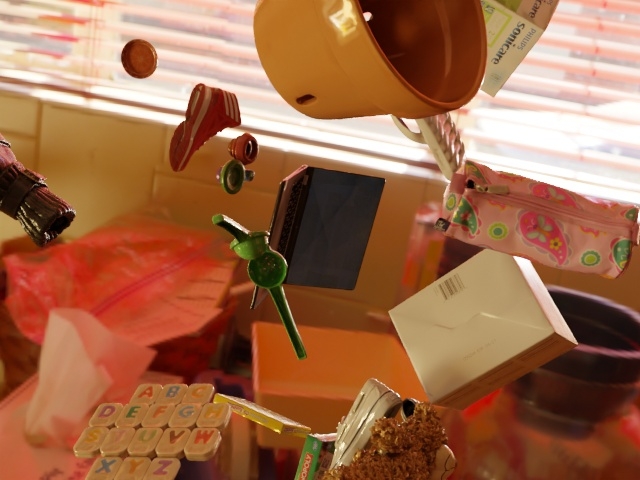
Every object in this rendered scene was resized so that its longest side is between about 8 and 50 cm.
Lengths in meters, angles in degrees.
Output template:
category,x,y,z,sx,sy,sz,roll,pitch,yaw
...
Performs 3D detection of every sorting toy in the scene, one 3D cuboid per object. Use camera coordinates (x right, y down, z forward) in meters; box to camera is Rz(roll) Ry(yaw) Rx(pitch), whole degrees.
category,x,y,z,sx,sy,sz,roll,pitch,yaw
sorting toy,-0.127,-0.111,1.194,0.042,0.061,0.102,11,59,30

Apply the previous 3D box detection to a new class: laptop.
category,x,y,z,sx,sy,sz,roll,pitch,yaw
laptop,0.000,0.000,2.370,0.236,0.382,0.408,17,18,8

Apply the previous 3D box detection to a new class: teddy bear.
category,x,y,z,sx,sy,sz,roll,pitch,yaw
teddy bear,0.119,0.390,1.302,0.113,0.245,0.338,-5,-6,37

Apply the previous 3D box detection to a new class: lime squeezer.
category,x,y,z,sx,sy,sz,roll,pitch,yaw
lime squeezer,-0.089,0.038,1.125,0.059,0.310,0.110,-7,47,17

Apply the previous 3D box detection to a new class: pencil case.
category,x,y,z,sx,sy,sz,roll,pitch,yaw
pencil case,0.317,-0.032,1.201,0.284,0.124,0.124,17,16,2

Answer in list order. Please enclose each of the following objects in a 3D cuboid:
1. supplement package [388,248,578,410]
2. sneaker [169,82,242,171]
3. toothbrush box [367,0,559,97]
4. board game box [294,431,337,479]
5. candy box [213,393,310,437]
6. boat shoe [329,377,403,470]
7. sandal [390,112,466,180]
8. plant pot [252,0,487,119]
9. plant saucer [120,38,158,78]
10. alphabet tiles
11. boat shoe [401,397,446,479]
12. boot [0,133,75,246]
category,x,y,z,sx,sy,sz,roll,pitch,yaw
supplement package,0.299,0.162,1.520,0.145,0.262,0.204,26,35,-53
sneaker,-0.244,-0.236,1.799,0.128,0.221,0.087,6,42,-33
toothbrush box,0.257,-0.423,1.480,0.283,0.122,0.206,30,-28,-2
board game box,0.046,0.536,1.832,0.046,0.213,0.317,17,0,34
candy box,-0.130,0.386,1.798,0.206,0.027,0.105,14,-6,38
boat shoe,0.068,0.345,1.468,0.076,0.226,0.083,43,22,31
sandal,0.187,-0.278,1.690,0.102,0.416,0.169,-17,32,26
plant pot,0.053,-0.278,1.053,0.203,0.291,0.291,-16,-5,42
plant saucer,-0.382,-0.384,1.726,0.083,0.083,0.013,13,18,11
alphabet tiles,-0.318,0.360,1.550,0.284,0.021,0.278,-3,28,15
boat shoe,0.186,0.391,1.546,0.075,0.065,0.206,-26,41,20
boot,-0.655,-0.101,1.651,0.260,0.131,0.348,49,13,0
